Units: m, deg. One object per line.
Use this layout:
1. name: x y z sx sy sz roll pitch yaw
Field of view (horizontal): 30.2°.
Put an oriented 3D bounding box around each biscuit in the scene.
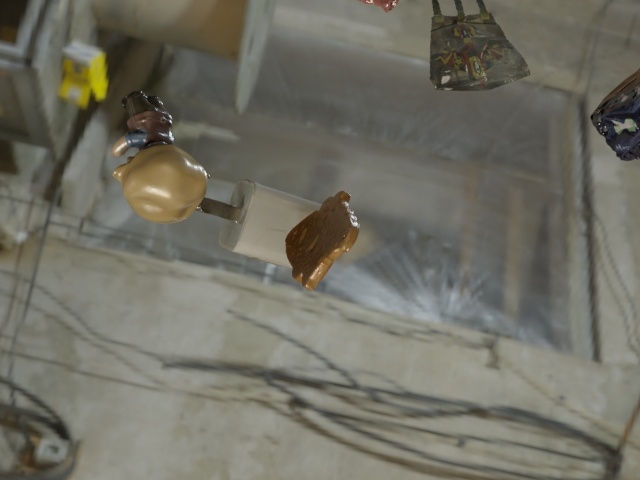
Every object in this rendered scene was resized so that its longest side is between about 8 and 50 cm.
1. biscuit: 0.000 0.000 1.805 0.162 0.035 0.250 -62 -159 -10

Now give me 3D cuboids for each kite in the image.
1. kite: 0.201 -0.310 1.671 0.015 0.141 0.245 103 -22 -62

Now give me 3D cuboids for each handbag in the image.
1. handbag: 0.417 -0.176 1.273 0.260 0.113 0.162 -28 169 -30

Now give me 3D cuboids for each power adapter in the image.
1. power adapter: -0.117 -0.036 2.007 0.130 0.205 0.125 -159 -94 -71

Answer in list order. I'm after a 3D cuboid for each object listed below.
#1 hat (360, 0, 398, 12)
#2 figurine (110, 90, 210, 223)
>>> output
1. hat: 0.056 -0.592 2.293 0.107 0.286 0.237 85 25 -82
2. figurine: -0.229 -0.115 1.625 0.108 0.114 0.196 -38 -120 22
